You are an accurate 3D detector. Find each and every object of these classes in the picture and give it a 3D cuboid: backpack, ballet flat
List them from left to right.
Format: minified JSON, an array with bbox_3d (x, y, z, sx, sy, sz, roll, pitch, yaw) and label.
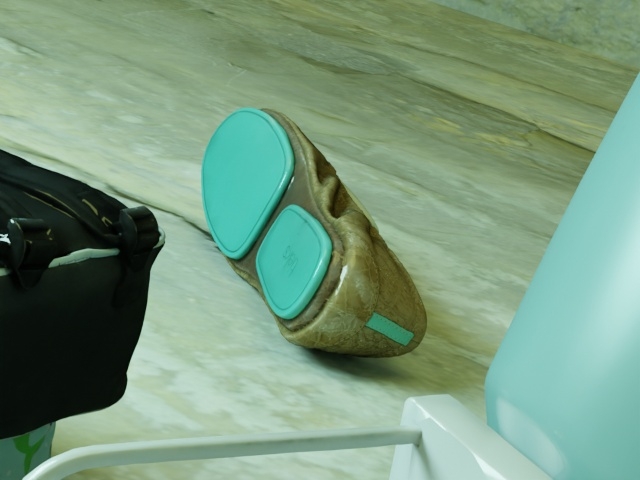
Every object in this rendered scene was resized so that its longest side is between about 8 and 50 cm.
[{"bbox_3d":[-0.233,0.022,0.854,0.253,0.191,0.225,27,17,20],"label":"backpack"},{"bbox_3d":[0.000,0.000,1.310,0.124,0.116,0.342,29,9,-24],"label":"ballet flat"}]

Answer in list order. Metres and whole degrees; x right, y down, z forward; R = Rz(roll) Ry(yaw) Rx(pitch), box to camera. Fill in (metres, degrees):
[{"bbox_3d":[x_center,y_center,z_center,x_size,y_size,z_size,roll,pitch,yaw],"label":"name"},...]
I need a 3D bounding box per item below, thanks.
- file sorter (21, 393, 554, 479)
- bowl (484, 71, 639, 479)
[{"bbox_3d":[0.019,0.190,0.492,0.173,0.193,0.277,1,20,-29],"label":"file sorter"},{"bbox_3d":[0.178,0.091,0.629,0.311,0.163,0.311,45,-3,3],"label":"bowl"}]
